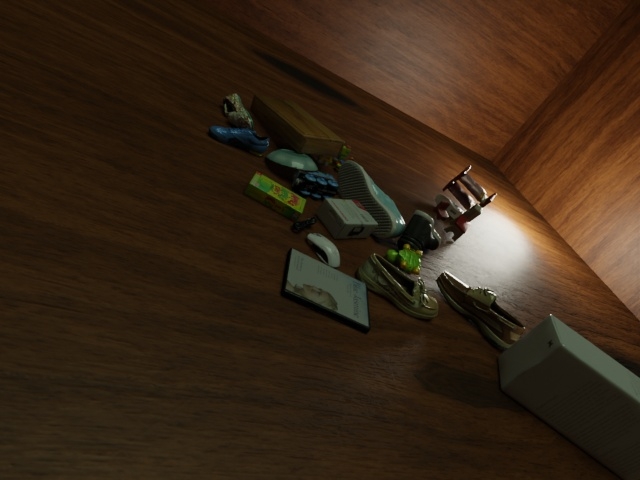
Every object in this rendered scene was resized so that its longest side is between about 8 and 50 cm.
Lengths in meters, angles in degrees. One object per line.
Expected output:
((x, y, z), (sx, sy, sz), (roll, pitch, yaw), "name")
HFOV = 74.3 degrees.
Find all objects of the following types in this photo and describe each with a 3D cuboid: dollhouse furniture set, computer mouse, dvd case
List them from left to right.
((0.000, 0.000, 1.259), (0.106, 0.042, 0.193), (-9, 52, -52), "computer mouse")
((0.019, 0.129, 1.116), (0.253, 0.022, 0.180), (27, 31, -15), "dvd case")
((0.670, -0.184, 1.991), (0.201, 0.152, 0.374), (47, 42, 2), "dollhouse furniture set")

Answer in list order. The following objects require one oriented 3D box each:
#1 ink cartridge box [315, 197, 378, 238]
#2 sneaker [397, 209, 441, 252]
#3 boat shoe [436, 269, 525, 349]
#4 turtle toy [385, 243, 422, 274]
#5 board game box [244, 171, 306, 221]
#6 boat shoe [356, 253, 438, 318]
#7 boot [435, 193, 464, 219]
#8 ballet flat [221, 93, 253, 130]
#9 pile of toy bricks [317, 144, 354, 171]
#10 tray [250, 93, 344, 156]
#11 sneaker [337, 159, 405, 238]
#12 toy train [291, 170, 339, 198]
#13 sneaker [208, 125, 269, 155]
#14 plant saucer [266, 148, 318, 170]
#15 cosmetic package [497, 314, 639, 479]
((0.088, -0.074, 1.422), (0.175, 0.072, 0.127), (-2, 47, -46), "ink cartridge box")
((0.360, 0.008, 1.569), (0.104, 0.147, 0.296), (33, -6, 30), "sneaker")
((0.544, 0.213, 1.427), (0.324, 0.120, 0.122), (45, 31, 16), "boat shoe")
((0.282, 0.066, 1.425), (0.130, 0.066, 0.095), (26, 54, -11), "turtle toy")
((-0.138, -0.136, 1.312), (0.181, 0.043, 0.092), (29, 30, -11), "board game box")
((0.246, 0.141, 1.259), (0.285, 0.089, 0.105), (28, 30, -13), "boat shoe")
((0.661, -0.166, 2.149), (0.190, 0.069, 0.086), (46, 25, 2), "boot")
((-0.319, -0.476, 1.598), (0.077, 0.091, 0.241), (-15, 45, -16), "ballet flat")
((0.088, -0.362, 1.798), (0.212, 0.105, 0.118), (18, 34, -28), "pile of toy bricks")
((-0.100, -0.473, 1.713), (0.202, 0.076, 0.411), (-3, 37, -39), "tray")
((0.191, -0.147, 1.594), (0.150, 0.135, 0.366), (8, 48, -51), "sneaker")
((-0.020, -0.202, 1.498), (0.184, 0.080, 0.105), (8, 30, -35), "toy train")
((-0.278, -0.366, 1.463), (0.209, 0.082, 0.069), (16, 37, -27), "sneaker")
((-0.098, -0.298, 1.523), (0.194, 0.037, 0.195), (14, 18, -5), "plant saucer")
((0.773, 0.452, 1.213), (0.453, 0.230, 0.161), (37, 29, 0), "cosmetic package")
